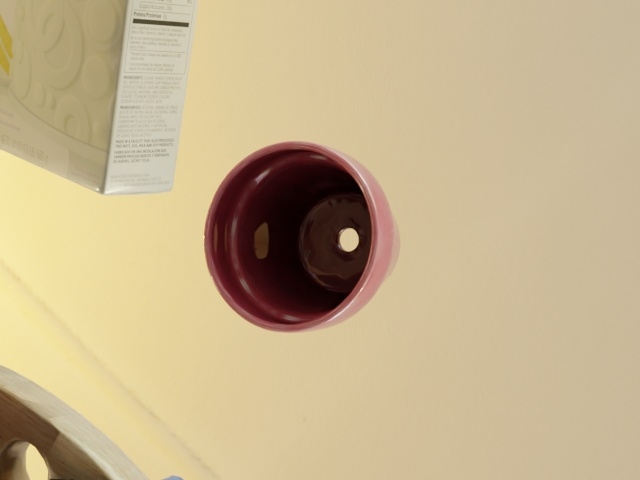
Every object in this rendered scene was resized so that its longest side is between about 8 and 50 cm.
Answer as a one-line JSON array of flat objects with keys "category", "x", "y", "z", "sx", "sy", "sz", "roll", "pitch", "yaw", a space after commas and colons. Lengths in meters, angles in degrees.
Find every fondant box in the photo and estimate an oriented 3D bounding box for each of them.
[{"category": "fondant box", "x": -0.235, "y": -0.234, "z": 1.132, "sx": 0.238, "sy": 0.096, "sz": 0.330, "roll": 22, "pitch": -72, "yaw": 38}]

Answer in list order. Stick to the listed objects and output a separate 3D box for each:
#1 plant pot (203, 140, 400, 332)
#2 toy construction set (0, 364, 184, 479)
[{"category": "plant pot", "x": 0.000, "y": 0.000, "z": 1.238, "sx": 0.201, "sy": 0.180, "sz": 0.201, "roll": -1, "pitch": -93, "yaw": 23}, {"category": "toy construction set", "x": -0.212, "y": 0.065, "z": 0.335, "sx": 0.309, "sy": 0.257, "sz": 0.237, "roll": -20, "pitch": -98, "yaw": -40}]
